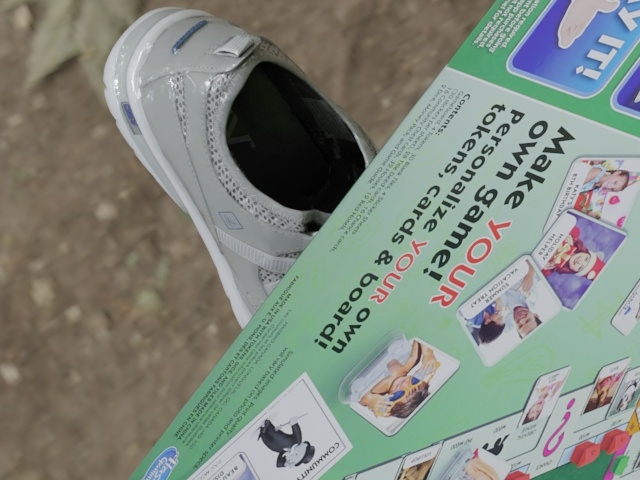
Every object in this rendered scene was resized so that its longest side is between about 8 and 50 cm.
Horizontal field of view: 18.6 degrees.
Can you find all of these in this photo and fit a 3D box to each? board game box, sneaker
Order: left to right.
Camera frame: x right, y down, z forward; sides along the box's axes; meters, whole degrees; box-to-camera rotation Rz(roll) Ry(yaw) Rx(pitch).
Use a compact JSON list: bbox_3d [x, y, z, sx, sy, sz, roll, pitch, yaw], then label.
[{"bbox_3d":[0.000,0.000,1.019,0.281,0.105,0.115,48,161,-26],"label":"sneaker"},{"bbox_3d":[0.090,0.009,0.545,0.046,0.317,0.213,43,171,-38],"label":"board game box"}]
